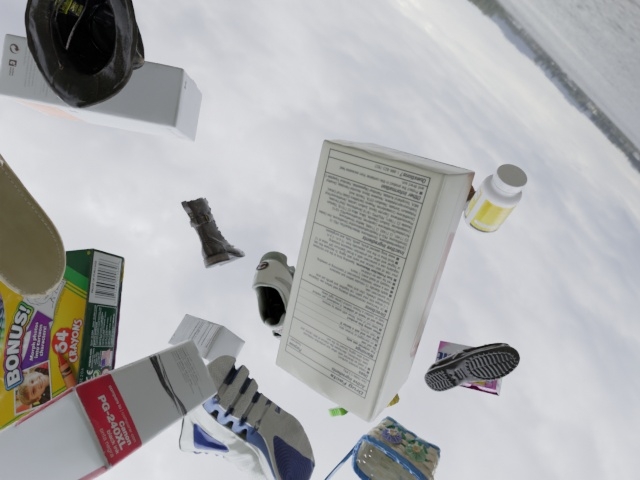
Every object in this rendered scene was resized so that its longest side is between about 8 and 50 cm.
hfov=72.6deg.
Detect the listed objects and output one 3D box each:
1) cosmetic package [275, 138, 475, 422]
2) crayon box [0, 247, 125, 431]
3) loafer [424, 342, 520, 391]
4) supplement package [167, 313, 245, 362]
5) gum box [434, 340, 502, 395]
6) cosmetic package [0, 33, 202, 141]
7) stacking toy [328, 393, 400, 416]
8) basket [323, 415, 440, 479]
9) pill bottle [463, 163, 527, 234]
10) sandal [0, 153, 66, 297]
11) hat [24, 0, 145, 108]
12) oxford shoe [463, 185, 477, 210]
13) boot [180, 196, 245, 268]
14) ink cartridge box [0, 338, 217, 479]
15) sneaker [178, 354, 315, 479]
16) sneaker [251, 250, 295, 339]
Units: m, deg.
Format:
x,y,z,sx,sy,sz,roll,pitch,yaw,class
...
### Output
x,y,z,sx,sy,sz,roll,pitch,yaw,class
0.062,0.040,0.535,0.153,0.296,0.129,24,-160,27,cosmetic package
-0.591,0.213,0.920,0.106,0.313,0.363,41,-134,-68,crayon box
0.343,0.278,1.006,0.080,0.220,0.078,61,-155,-13,loafer
-0.432,0.387,1.651,0.139,0.244,0.134,51,-123,-41,supplement package
0.417,0.360,1.243,0.062,0.188,0.107,48,-124,-45,gum box
-0.588,-0.409,1.214,0.453,0.162,0.230,10,-178,-3,cosmetic package
0.057,0.295,0.959,0.052,0.221,0.167,-9,-108,-46,stacking toy
0.176,0.641,1.178,0.254,0.201,0.289,24,-140,26,basket
0.281,-0.066,0.701,0.065,0.116,0.065,3,-123,-5,pill bottle
-0.392,-0.045,0.546,0.088,0.240,0.079,-21,-145,-15,sandal
-0.462,-0.429,0.918,0.331,0.331,0.134,54,-157,11,hat
0.247,-0.079,0.975,0.212,0.076,0.076,-23,-109,-10,oxford shoe
-0.344,-0.034,1.412,0.263,0.091,0.229,-7,-105,-82,boot
-0.173,0.148,0.364,0.063,0.109,0.150,59,-167,8,ink cartridge box
-0.163,0.379,0.853,0.315,0.182,0.127,54,-149,-7,sneaker
-0.083,0.202,1.085,0.331,0.122,0.146,61,-155,-19,sneaker
